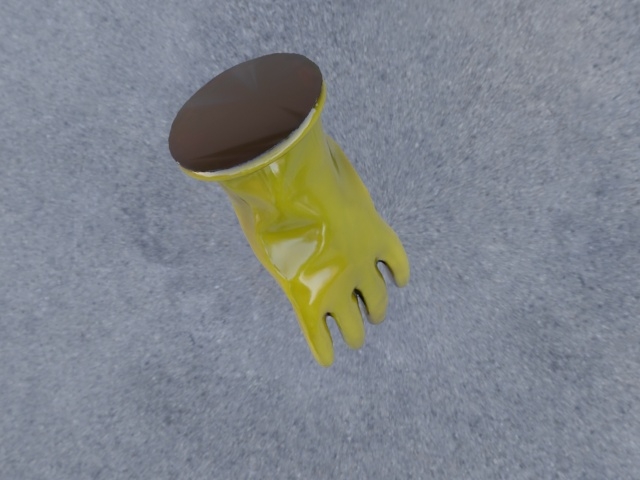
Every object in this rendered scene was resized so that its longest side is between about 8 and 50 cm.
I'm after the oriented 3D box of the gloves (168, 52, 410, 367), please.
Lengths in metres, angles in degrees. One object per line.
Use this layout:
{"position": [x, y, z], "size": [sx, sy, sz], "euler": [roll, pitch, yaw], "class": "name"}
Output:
{"position": [-0.001, 0.001, 0.513], "size": [0.133, 0.294, 0.116], "euler": [-43, 46, -12], "class": "gloves"}
